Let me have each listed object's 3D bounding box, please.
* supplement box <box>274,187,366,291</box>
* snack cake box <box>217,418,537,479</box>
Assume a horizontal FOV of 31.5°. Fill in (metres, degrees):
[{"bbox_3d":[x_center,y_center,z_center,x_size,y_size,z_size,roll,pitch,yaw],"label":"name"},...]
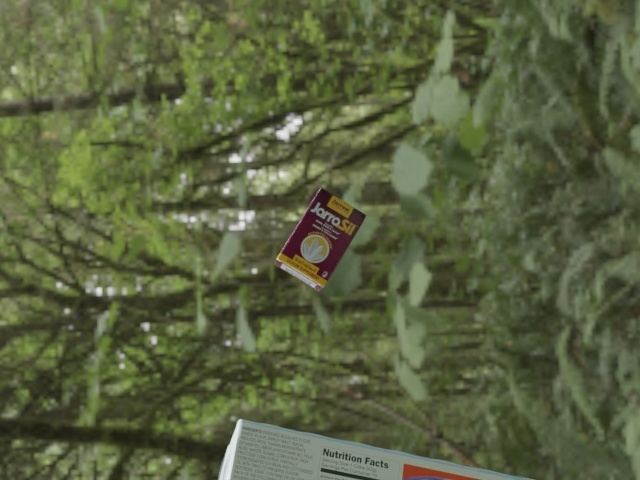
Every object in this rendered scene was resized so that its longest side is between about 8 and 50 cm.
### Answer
[{"bbox_3d":[0.000,0.000,1.094,0.083,0.055,0.043,-59,0,-10],"label":"supplement box"},{"bbox_3d":[0.058,0.219,0.699,0.089,0.264,0.152,112,170,-55],"label":"snack cake box"}]
